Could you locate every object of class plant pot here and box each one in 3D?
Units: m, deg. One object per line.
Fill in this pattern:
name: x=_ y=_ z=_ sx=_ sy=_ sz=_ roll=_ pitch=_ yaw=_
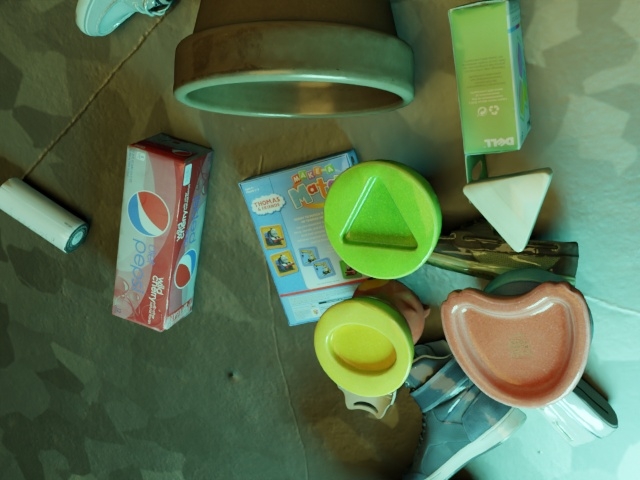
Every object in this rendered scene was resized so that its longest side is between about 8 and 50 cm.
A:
plant pot: x=-0.029 y=-0.261 z=0.805 sx=0.263 sy=0.263 sz=0.229 roll=0 pitch=92 yaw=21

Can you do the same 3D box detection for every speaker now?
speaker: x=-0.421 y=-0.039 z=1.126 sx=0.136 sy=0.055 sz=0.055 roll=32 pitch=117 yaw=7

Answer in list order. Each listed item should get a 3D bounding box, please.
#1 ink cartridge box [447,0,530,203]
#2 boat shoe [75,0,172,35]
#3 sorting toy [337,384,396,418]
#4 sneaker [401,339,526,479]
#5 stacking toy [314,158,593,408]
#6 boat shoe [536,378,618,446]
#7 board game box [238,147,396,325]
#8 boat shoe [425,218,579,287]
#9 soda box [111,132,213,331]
ink cartridge box: x=0.191 y=-0.156 z=0.820 sx=0.062 sy=0.109 sz=0.209 roll=-3 pitch=108 yaw=22
boat shoe: x=-0.218 y=-0.325 z=0.929 sx=0.227 sy=0.079 sz=0.081 roll=-41 pitch=87 yaw=25
sorting toy: x=0.066 y=0.215 z=1.046 sx=0.083 sy=0.045 sz=0.075 roll=15 pitch=121 yaw=15
sneaker: x=0.144 y=0.232 z=1.001 sx=0.163 sy=0.086 sz=0.226 roll=46 pitch=127 yaw=10
stacking toy: x=0.149 y=0.035 z=0.840 sx=0.309 sy=0.130 sz=0.279 roll=3 pitch=108 yaw=27
boat shoe: x=0.266 y=0.175 z=0.929 sx=0.226 sy=0.083 sz=0.076 roll=45 pitch=117 yaw=-1
board game box: x=0.000 y=0.000 z=0.990 sx=0.160 sy=0.039 sz=0.211 roll=-13 pitch=105 yaw=24
boat shoe: x=0.199 y=0.009 z=0.903 sx=0.224 sy=0.080 sz=0.073 roll=14 pitch=88 yaw=23
soda box: x=-0.224 y=-0.009 z=1.046 sx=0.092 sy=0.083 sz=0.263 roll=18 pitch=114 yaw=14
